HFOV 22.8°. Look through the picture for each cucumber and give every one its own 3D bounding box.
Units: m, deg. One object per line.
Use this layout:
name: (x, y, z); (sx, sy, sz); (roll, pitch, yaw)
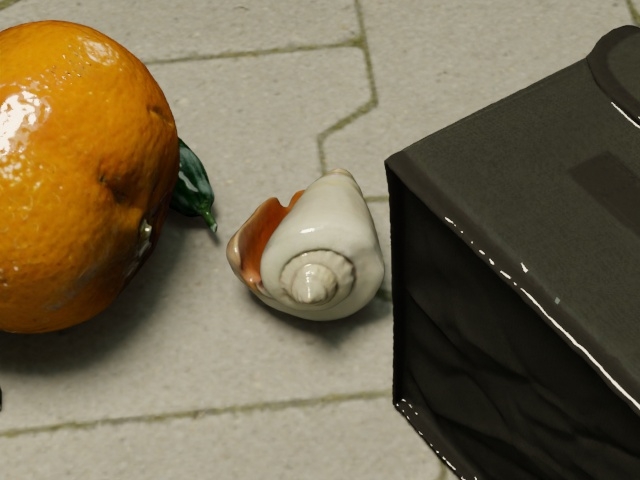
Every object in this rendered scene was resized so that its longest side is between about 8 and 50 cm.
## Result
cucumber: (-0.151, -0.086, 1.254); (0.056, 0.056, 0.250); (-33, 55, -24)

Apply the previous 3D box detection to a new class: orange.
orange: (-0.191, -0.043, 1.112); (0.170, 0.224, 0.224); (27, 54, 7)

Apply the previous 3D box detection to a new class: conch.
conch: (-0.008, -0.007, 1.158); (0.104, 0.094, 0.176); (-34, 38, 25)

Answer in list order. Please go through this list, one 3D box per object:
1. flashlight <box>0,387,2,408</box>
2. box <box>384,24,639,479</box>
flashlight: (-0.265, 0.111, 1.108); (0.083, 0.018, 0.018); (-6, 49, -4)
box: (0.216, 0.088, 0.964); (0.204, 0.251, 0.345); (-28, 52, -20)
